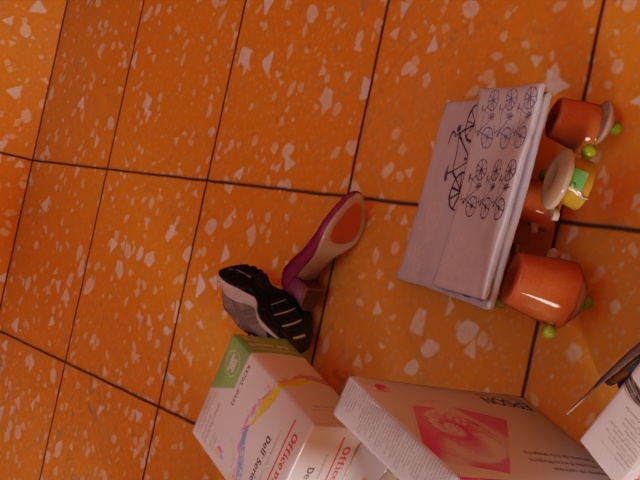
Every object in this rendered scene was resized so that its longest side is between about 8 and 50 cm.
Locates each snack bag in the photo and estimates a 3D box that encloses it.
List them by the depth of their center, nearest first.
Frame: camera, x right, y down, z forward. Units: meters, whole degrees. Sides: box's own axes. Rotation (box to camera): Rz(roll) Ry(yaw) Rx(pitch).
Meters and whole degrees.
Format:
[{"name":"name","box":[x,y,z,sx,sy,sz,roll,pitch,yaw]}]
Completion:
[{"name":"snack bag","box":[0.217,-0.075,1.646,0.342,0.037,0.323,-162,87,-72]}]

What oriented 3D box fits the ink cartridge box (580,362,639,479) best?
[{"name":"ink cartridge box","box":[0.423,0.194,1.280,0.203,0.148,0.086,-58,43,23]}]

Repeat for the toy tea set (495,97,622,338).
[{"name":"toy tea set","box":[0.343,-0.031,1.518,0.200,0.124,0.336,-98,27,-73]}]

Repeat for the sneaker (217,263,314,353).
[{"name":"sneaker","box":[-0.099,0.142,2.042,0.271,0.100,0.108,37,133,48]}]

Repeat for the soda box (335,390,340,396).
[{"name":"soda box","box":[-0.034,0.286,1.905,0.263,0.083,0.092,26,101,52]}]

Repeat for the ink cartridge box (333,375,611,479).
[{"name":"ink cartridge box","box":[0.231,0.284,1.358,0.330,0.324,0.071,37,109,51]}]

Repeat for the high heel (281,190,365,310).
[{"name":"high heel","box":[0.000,0.000,1.961,0.117,0.082,0.244,51,127,49]}]

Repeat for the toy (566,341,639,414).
[{"name":"toy","box":[0.417,0.138,1.346,0.056,0.137,0.237,46,122,15]}]

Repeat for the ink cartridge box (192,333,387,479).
[{"name":"ink cartridge box","box":[-0.055,0.324,1.750,0.353,0.119,0.207,40,112,50]}]

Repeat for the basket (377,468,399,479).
[{"name":"basket","box":[0.183,0.491,1.359,0.266,0.328,0.331,-55,41,23]}]
